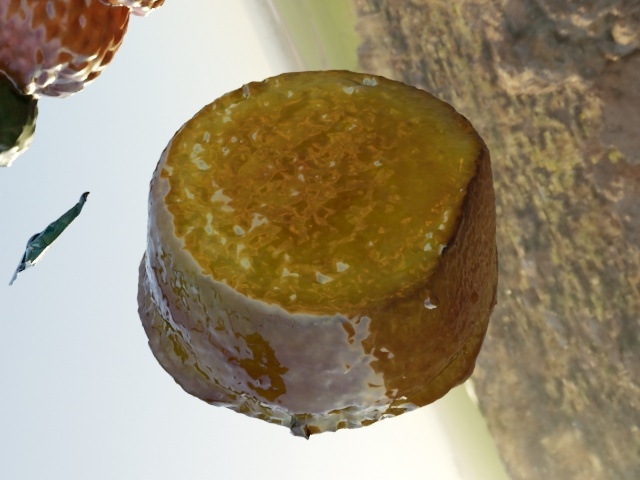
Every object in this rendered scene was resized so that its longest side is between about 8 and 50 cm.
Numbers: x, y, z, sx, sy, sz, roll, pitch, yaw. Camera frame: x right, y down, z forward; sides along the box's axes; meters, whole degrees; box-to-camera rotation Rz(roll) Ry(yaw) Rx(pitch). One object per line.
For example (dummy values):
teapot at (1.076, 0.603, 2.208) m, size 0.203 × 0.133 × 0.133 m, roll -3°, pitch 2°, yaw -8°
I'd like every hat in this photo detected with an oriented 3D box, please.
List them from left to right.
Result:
hat at (-0.337, -0.276, 0.991) m, size 0.285 × 0.285 × 0.400 m, roll 57°, pitch -134°, yaw -82°

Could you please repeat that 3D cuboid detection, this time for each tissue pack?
tissue pack at (-0.352, -0.004, 1.063) m, size 0.028 × 0.138 × 0.085 m, roll 44°, pitch 145°, yaw -9°

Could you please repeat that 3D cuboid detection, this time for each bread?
bread at (0.000, -0.004, 0.656) m, size 0.172 × 0.312 × 0.312 m, roll 88°, pitch 164°, yaw -47°
